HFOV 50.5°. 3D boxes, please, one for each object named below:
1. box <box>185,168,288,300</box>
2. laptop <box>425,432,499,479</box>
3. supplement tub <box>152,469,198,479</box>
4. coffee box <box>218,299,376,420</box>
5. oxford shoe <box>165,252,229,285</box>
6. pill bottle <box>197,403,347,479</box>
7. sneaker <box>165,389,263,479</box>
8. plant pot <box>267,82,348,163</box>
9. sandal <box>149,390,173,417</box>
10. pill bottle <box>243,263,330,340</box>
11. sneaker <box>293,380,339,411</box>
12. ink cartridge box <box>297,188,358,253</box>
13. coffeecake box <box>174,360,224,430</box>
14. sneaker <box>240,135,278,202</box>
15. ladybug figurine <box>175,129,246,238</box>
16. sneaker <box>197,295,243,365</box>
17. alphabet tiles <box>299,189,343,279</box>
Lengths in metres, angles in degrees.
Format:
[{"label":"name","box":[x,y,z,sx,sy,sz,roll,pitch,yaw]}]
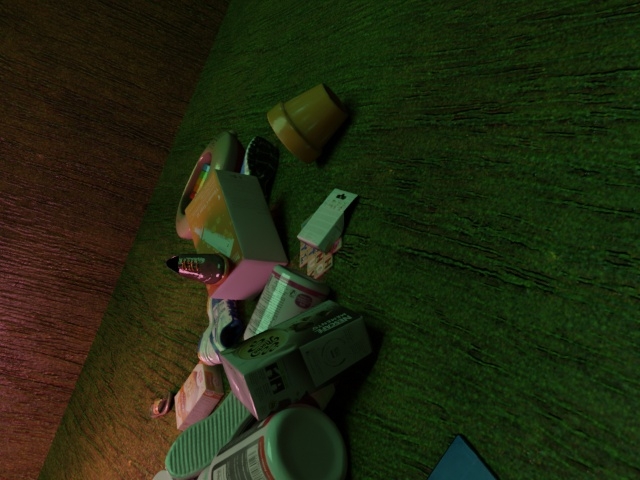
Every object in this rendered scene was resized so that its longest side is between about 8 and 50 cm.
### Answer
[{"label":"box","box":[-0.269,-0.016,2.115,0.215,0.168,0.346,-46,52,35]},{"label":"laptop","box":[0.128,0.558,1.052,0.382,0.407,0.237,-131,34,-60]},{"label":"supplement tub","box":[-0.331,0.671,1.758,0.144,0.199,0.145,-26,52,39]},{"label":"coffee box","box":[-0.051,0.257,1.508,0.168,0.297,0.119,18,128,63]},{"label":"oxford shoe","box":[-0.364,0.082,2.004,0.271,0.098,0.097,-2,83,50]},{"label":"pill bottle","box":[-0.123,0.524,1.519,0.363,0.210,0.210,-41,37,39]},{"label":"sneaker","box":[-0.248,0.499,1.750,0.321,0.127,0.126,-41,59,-16]},{"label":"plant pot","box":[-0.026,-0.370,2.058,0.188,0.205,0.205,-38,37,18]},{"label":"sandal","box":[-0.576,0.586,2.415,0.180,0.049,0.072,-36,40,43]},{"label":"pill bottle","box":[-0.101,0.220,1.761,0.160,0.160,0.283,28,94,62]},{"label":"sneaker","box":[-0.037,0.381,1.632,0.123,0.106,0.290,-44,3,-37]},{"label":"ink cartridge box","box":[0.027,-0.056,1.877,0.179,0.045,0.145,-50,26,-8]},{"label":"coffeecake box","box":[-0.384,0.489,2.140,0.186,0.068,0.142,-55,29,20]},{"label":"sneaker","box":[-0.249,-0.212,2.373,0.147,0.129,0.330,-15,56,52]},{"label":"ladybug figurine","box":[-0.401,-0.201,2.587,0.450,0.161,0.305,-64,28,6]},{"label":"sneaker","box":[-0.291,0.252,2.150,0.130,0.111,0.297,-15,57,35]},{"label":"alphabet tiles","box":[0.000,0.000,1.913,0.198,0.009,0.237,-38,38,41]}]
